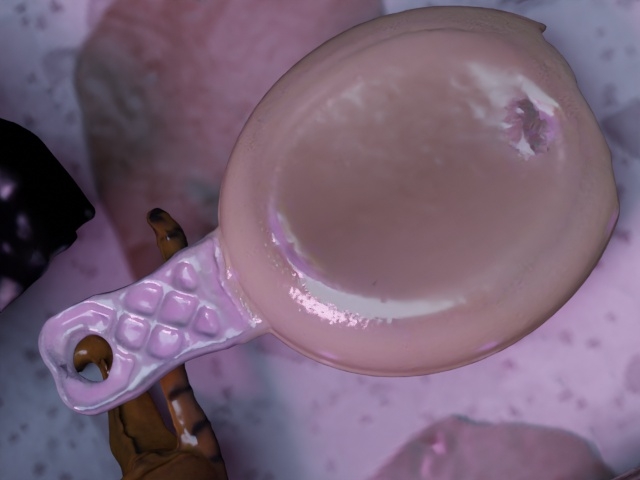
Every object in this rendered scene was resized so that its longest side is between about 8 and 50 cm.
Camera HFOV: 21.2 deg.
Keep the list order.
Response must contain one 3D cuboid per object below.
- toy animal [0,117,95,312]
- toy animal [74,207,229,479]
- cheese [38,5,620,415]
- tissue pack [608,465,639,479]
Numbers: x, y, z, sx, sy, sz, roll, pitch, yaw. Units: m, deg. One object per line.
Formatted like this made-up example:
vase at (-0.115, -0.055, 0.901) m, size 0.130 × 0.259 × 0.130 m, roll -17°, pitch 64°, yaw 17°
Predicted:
toy animal at (-0.198, -0.011, 0.690) m, size 0.166 × 0.138 × 0.179 m, roll -42°, pitch 85°, yaw -5°
toy animal at (-0.068, 0.114, 0.669) m, size 0.116 × 0.114 × 0.255 m, roll 3°, pitch 89°, yaw 12°
cheese at (0.000, 0.000, 0.650) m, size 0.227 × 0.064 × 0.137 m, roll -27°, pitch 74°, yaw -1°
tissue pack at (0.154, 0.159, 0.622) m, size 0.103 × 0.090 × 0.170 m, roll -27°, pitch 82°, yaw 13°
